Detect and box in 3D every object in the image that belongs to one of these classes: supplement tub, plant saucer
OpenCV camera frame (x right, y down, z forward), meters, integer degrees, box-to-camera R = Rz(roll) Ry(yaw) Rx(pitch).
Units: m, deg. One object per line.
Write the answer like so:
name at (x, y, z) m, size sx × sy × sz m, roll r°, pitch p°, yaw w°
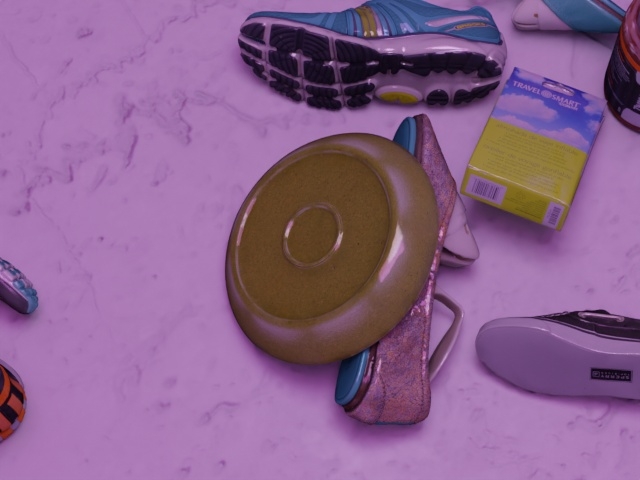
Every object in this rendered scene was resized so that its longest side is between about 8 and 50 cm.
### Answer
supplement tub at (0.342, -0.186, 1.763) m, size 0.106 × 0.198 × 0.106 m, roll 0°, pitch 71°, yaw 1°
plant saucer at (0.000, 0.000, 1.720) m, size 0.241 × 0.037 × 0.241 m, roll -14°, pitch 62°, yaw 28°

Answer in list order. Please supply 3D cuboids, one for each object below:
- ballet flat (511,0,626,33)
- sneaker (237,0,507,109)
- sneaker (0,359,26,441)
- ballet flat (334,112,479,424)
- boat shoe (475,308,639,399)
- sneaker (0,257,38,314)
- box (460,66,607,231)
ballet flat at (0.211, -0.272, 1.868) m, size 0.247 × 0.083 × 0.087 m, roll 42°, pitch 100°, yaw 14°
sneaker at (0.052, -0.202, 1.839) m, size 0.275 × 0.107 × 0.110 m, roll 4°, pitch 51°, yaw -3°
sneaker at (-0.434, 0.091, 1.675) m, size 0.321 × 0.180 × 0.124 m, roll 14°, pitch 71°, yaw 5°
ballet flat at (0.095, 0.034, 1.749) m, size 0.106 × 0.107 × 0.316 m, roll 18°, pitch 75°, yaw -15°
boat shoe at (0.261, 0.106, 1.731) m, size 0.219 × 0.077 × 0.070 m, roll 10°, pitch 36°, yaw 7°
sneaker at (-0.355, 0.037, 1.767) m, size 0.166 × 0.065 × 0.076 m, roll 31°, pitch 89°, yaw 14°
box at (0.215, -0.094, 1.783) m, size 0.109 × 0.042 × 0.178 m, roll 21°, pitch 43°, yaw 6°
